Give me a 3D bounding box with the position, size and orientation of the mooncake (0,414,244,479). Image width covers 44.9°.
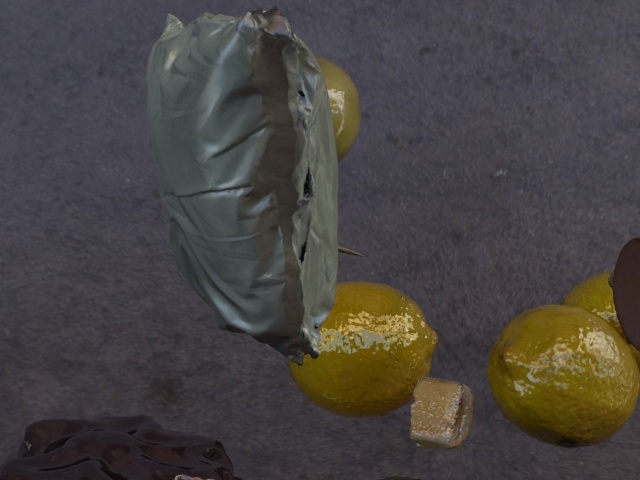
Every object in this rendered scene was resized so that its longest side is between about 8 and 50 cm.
[{"bbox_3d":[-0.286,0.367,1.049,0.351,0.381,0.212,9,91,-18],"label":"mooncake"}]

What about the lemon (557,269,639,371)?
[{"bbox_3d":[0.634,0.182,1.608,0.267,0.267,0.267,-3,75,10],"label":"lemon"}]

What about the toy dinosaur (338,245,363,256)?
[{"bbox_3d":[0.000,0.000,1.668,0.162,0.039,0.126,-18,108,32],"label":"toy dinosaur"}]

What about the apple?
[{"bbox_3d":[-0.052,-0.249,1.546,0.262,0.262,0.262,-3,75,10],"label":"apple"}]

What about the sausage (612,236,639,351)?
[{"bbox_3d":[0.439,0.052,0.773,0.253,0.123,0.123,-2,75,-4],"label":"sausage"}]

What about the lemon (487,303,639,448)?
[{"bbox_3d":[0.443,0.246,1.397,0.253,0.310,0.253,-36,41,38],"label":"lemon"}]

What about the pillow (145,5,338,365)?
[{"bbox_3d":[-0.079,-0.062,0.729,0.138,0.283,0.309,-15,113,-21],"label":"pillow"}]

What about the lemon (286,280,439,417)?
[{"bbox_3d":[0.087,0.246,1.753,0.336,0.336,0.336,-3,75,10],"label":"lemon"}]

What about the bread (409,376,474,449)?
[{"bbox_3d":[0.221,0.318,1.402,0.106,0.082,0.125,3,69,37],"label":"bread"}]

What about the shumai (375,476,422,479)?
[{"bbox_3d":[0.104,0.478,1.090,0.218,0.189,0.256,44,62,0],"label":"shumai"}]

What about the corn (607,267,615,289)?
[{"bbox_3d":[0.570,0.125,1.121,0.320,0.097,0.097,34,84,12],"label":"corn"}]
